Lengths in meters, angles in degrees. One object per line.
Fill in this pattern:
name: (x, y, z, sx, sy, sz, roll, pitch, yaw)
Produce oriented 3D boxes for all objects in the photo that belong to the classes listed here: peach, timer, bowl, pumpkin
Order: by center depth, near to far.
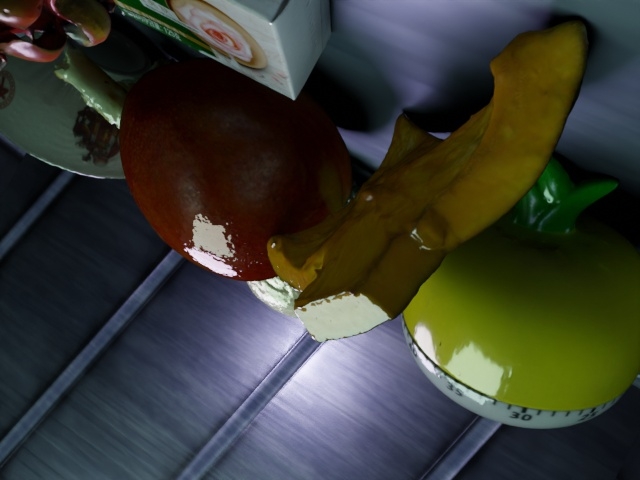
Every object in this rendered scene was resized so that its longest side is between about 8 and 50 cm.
pumpkin: (0.062, -0.031, 0.399, 0.095, 0.258, 0.290, 43, 179, -11)
timer: (0.226, 0.033, 0.484, 0.285, 0.285, 0.285, 28, 178, 1)
peach: (-0.123, -0.107, 0.625, 0.332, 0.308, 0.308, 40, 177, -3)
bowl: (-0.405, -0.285, 0.801, 0.337, 0.157, 0.338, 25, -142, -22)

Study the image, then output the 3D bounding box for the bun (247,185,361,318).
bun: (0.000, 0.000, 0.980, 0.227, 0.349, 0.353, -3, 132, 49)

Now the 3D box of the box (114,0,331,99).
box: (-0.093, -0.212, 0.360, 0.198, 0.081, 0.135, 26, 178, 5)

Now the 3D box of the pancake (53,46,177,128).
pancake: (-0.243, -0.240, 0.766, 0.054, 0.198, 0.376, -29, 160, 38)

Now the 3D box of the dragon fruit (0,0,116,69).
dragon fruit: (-0.398, -0.286, 0.467, 0.227, 0.243, 0.307, -25, 134, 37)

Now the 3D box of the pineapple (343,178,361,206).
pineapple: (0.045, -0.096, 0.828, 0.277, 0.119, 0.130, 30, 158, -14)
